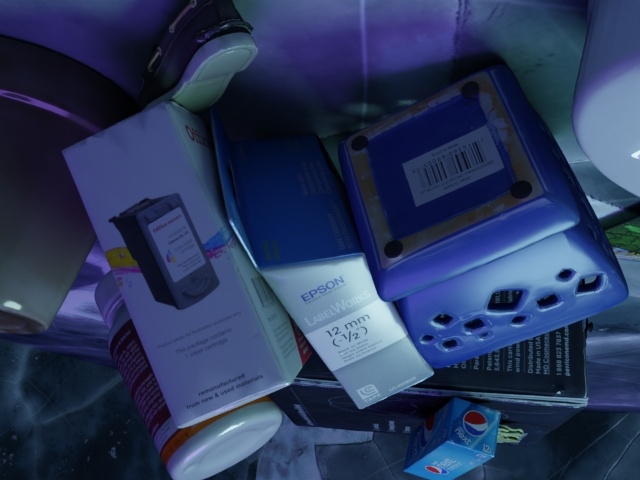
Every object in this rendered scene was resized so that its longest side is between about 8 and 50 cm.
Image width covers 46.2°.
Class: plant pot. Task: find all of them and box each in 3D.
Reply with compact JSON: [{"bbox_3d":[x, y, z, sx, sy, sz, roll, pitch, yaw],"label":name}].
[{"bbox_3d":[0.159,-0.030,0.799,0.236,0.235,0.212,-24,145,17],"label":"plant pot"},{"bbox_3d":[-0.397,-0.043,0.910,0.324,0.280,0.323,6,161,2],"label":"plant pot"}]

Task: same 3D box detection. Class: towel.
[{"bbox_3d":[0.240,0.309,1.213,0.110,0.027,0.148,21,154,-34],"label":"towel"}]

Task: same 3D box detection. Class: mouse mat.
[{"bbox_3d":[0.515,-0.004,1.109,0.190,0.007,0.153,12,159,-20],"label":"mouse mat"}]

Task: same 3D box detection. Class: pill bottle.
[{"bbox_3d":[-0.256,0.222,1.395,0.224,0.392,0.224,-28,155,-14],"label":"pill bottle"}]

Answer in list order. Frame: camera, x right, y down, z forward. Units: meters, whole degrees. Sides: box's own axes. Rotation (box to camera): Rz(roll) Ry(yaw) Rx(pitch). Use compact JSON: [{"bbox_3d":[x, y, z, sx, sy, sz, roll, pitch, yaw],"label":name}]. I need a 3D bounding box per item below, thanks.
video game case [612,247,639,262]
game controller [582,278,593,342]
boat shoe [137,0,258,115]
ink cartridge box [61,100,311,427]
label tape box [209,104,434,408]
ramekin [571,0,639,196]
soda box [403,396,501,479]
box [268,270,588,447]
[{"bbox_3d":[0.533,0.003,1.156,0.119,0.015,0.166,8,160,-8],"label":"video game case"},{"bbox_3d":[0.481,0.173,1.418,0.067,0.166,0.319,-3,159,21],"label":"game controller"},{"bbox_3d":[-0.137,-0.180,0.770,0.081,0.068,0.228,-19,178,-35],"label":"boat shoe"},{"bbox_3d":[-0.132,0.025,0.833,0.131,0.306,0.226,-25,176,5],"label":"ink cartridge box"},{"bbox_3d":[0.000,0.000,0.899,0.115,0.249,0.347,-25,130,5],"label":"label tape box"},{"bbox_3d":[0.335,-0.123,0.585,0.277,0.135,0.277,21,162,7],"label":"ramekin"},{"bbox_3d":[0.188,0.298,1.100,0.071,0.067,0.210,18,150,-2],"label":"soda box"},{"bbox_3d":[0.166,0.169,1.304,0.472,0.297,0.480,2,159,6],"label":"box"}]
